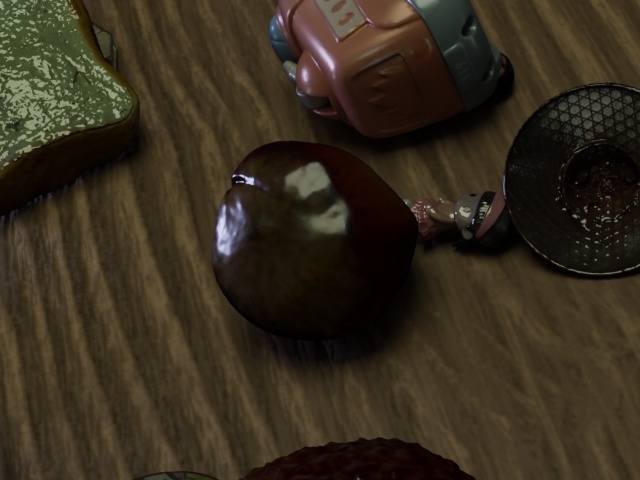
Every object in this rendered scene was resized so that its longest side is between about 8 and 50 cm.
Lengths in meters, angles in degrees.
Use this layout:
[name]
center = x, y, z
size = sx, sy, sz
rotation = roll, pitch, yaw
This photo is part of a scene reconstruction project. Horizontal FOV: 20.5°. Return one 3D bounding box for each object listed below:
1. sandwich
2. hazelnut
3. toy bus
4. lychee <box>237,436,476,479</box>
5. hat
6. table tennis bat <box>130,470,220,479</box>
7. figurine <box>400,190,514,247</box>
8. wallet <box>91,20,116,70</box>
[sandwich]
center = -0.341, -0.172, 2.025
size = 0.226, 0.087, 0.251
rotation = -24, 62, -16
[hazelnut]
center = 0.000, 0.000, 1.716
size = 0.208, 0.208, 0.208
rotation = -9, 41, 8
[toy bus]
center = 0.066, -0.234, 1.952
size = 0.232, 0.194, 0.287
rotation = -31, 42, 2
[lychee]
center = 0.023, 0.275, 1.342
size = 0.261, 0.260, 0.260
rotation = -9, 41, 8
[hat]
center = 0.280, -0.053, 1.750
size = 0.193, 0.082, 0.193
rotation = -3, 80, 15
[table tennis bat]
center = -0.168, 0.317, 1.512
size = 0.200, 0.038, 0.310
rotation = 5, 41, 25
[figurine]
center = 0.139, -0.023, 1.781
size = 0.129, 0.054, 0.072
rotation = -2, 27, 27
[wallet]
center = -0.412, -0.211, 2.169
size = 0.275, 0.068, 0.335
rotation = -41, 52, -21
